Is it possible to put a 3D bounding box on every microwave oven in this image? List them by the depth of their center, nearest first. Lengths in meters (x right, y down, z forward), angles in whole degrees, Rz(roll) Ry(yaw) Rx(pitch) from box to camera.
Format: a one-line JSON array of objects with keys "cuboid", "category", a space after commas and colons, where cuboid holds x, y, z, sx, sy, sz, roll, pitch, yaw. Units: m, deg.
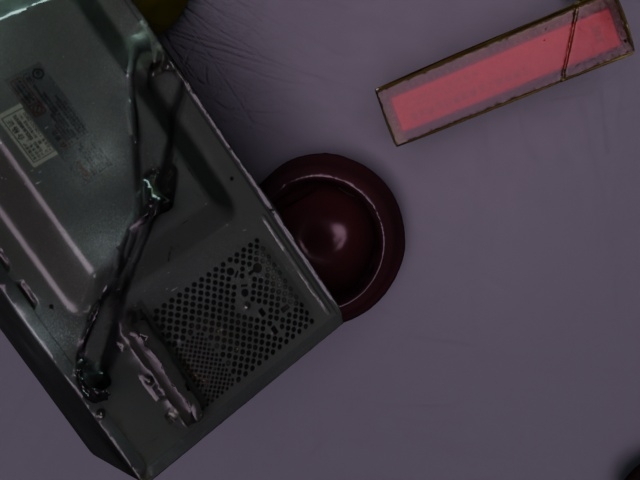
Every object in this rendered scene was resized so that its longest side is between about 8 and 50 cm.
[{"cuboid": [-0.233, -0.018, 0.720, 0.236, 0.374, 0.432, -37, 96, -26], "category": "microwave oven"}]

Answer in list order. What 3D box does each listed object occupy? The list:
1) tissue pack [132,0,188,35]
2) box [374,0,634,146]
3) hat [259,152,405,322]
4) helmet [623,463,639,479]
[{"cuboid": [-0.228, -0.315, 0.798, 0.127, 0.123, 0.178, -32, 92, 19], "category": "tissue pack"}, {"cuboid": [0.182, -0.174, 0.754, 0.240, 0.153, 0.074, -21, 93, 12], "category": "box"}, {"cuboid": [0.000, 0.000, 0.848, 0.206, 0.089, 0.205, 1, 99, 4], "category": "hat"}, {"cuboid": [0.412, 0.296, 0.855, 0.123, 0.070, 0.098, -31, 125, -5], "category": "helmet"}]
